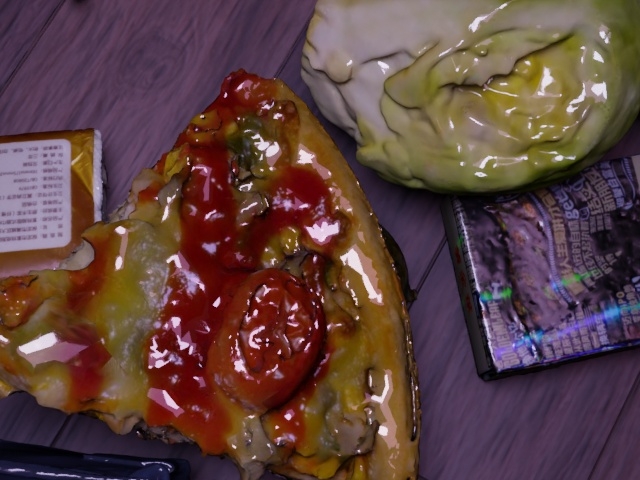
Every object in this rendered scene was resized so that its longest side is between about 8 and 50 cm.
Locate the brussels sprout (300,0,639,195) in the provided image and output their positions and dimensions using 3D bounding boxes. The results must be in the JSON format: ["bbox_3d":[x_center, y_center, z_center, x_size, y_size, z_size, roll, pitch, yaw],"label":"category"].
[{"bbox_3d":[0.157,-0.201,1.052,0.344,0.268,0.344,2,49,-2],"label":"brussels sprout"}]

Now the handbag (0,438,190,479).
[{"bbox_3d":[-0.222,0.233,0.920,0.269,0.325,0.118,5,81,-1],"label":"handbag"}]

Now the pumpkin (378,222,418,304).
[{"bbox_3d":[-0.001,-0.004,1.098,0.163,0.111,0.278,-25,79,-13],"label":"pumpkin"}]

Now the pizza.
[{"bbox_3d":[-0.106,0.069,0.917,0.406,0.130,0.439,-14,78,-29],"label":"pizza"}]

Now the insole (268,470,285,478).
[{"bbox_3d":[-0.092,0.157,1.104,0.248,0.011,0.081,42,76,7],"label":"insole"}]

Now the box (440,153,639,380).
[{"bbox_3d":[0.298,0.020,1.119,0.310,0.084,0.198,-11,79,-5],"label":"box"}]

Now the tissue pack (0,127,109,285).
[{"bbox_3d":[-0.327,-0.017,1.079,0.226,0.092,0.183,-4,68,-4],"label":"tissue pack"}]
